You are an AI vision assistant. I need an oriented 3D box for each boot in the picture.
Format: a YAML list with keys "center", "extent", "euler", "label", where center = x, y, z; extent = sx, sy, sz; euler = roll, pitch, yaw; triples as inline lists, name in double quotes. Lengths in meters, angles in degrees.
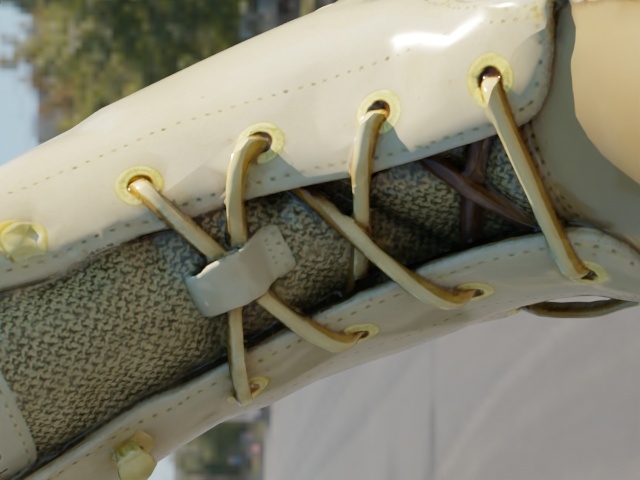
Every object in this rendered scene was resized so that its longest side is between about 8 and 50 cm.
- center: [0.000, 0.000, 0.428]
  extent: [0.262, 0.203, 0.095]
  euler: [10, 124, 66]
  label: "boot"
